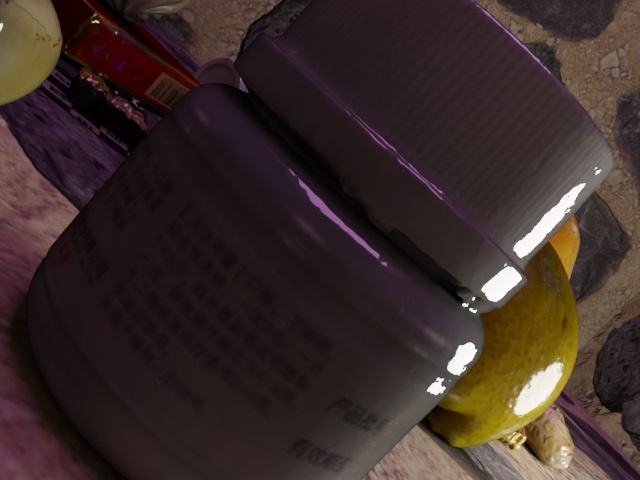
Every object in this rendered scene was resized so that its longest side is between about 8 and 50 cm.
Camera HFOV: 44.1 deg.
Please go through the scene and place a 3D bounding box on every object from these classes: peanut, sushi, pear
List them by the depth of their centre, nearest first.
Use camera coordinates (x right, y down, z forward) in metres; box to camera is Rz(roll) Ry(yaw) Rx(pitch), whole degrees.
[{"bbox_3d":[-0.262,-0.171,1.044,0.215,0.050,0.192,40,8,-20],"label":"sushi"},{"bbox_3d":[0.246,0.086,1.097,0.340,0.191,0.386,46,40,-20],"label":"pear"},{"bbox_3d":[0.396,0.337,1.495,0.214,0.099,0.099,41,6,30],"label":"peanut"}]

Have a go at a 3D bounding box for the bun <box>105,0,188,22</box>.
[{"bbox_3d":[-0.297,-0.422,1.307,0.173,0.119,0.173,8,4,-1],"label":"bun"}]

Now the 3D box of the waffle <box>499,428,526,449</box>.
[{"bbox_3d":[0.286,0.286,1.377,0.191,0.038,0.191,42,9,-8],"label":"waffle"}]

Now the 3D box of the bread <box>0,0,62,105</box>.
[{"bbox_3d":[-0.290,-0.173,0.612,0.156,0.158,0.260,50,3,-29],"label":"bread"}]

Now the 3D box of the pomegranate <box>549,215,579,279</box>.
[{"bbox_3d":[0.317,0.010,1.610,0.417,0.416,0.416,42,8,-7],"label":"pomegranate"}]

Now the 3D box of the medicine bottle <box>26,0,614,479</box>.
[{"bbox_3d":[0.000,0.000,0.497,0.245,0.306,0.245,43,8,-7],"label":"medicine bottle"}]

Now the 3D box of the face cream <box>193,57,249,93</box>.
[{"bbox_3d":[-0.149,-0.283,1.856,0.145,0.145,0.370,48,9,30],"label":"face cream"}]

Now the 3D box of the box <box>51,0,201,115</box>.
[{"bbox_3d":[-0.348,-0.329,1.320,0.197,0.089,0.313,47,8,26],"label":"box"}]
